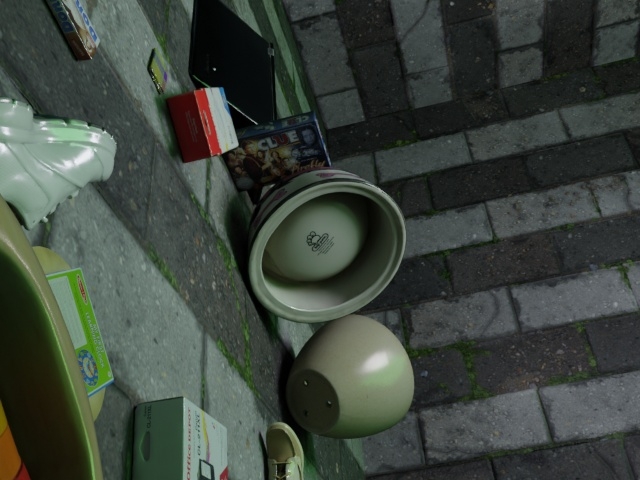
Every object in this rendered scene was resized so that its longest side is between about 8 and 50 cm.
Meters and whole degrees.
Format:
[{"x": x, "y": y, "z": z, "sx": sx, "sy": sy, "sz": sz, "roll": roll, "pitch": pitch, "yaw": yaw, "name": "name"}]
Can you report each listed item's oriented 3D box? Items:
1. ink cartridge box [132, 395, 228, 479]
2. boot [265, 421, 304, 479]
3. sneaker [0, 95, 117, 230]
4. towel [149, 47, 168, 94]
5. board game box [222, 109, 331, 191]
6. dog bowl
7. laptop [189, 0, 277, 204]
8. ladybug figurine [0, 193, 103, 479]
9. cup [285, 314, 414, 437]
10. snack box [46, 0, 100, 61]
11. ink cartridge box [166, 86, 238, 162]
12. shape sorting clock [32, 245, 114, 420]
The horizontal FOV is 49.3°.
[{"x": -0.193, "y": 0.310, "z": 0.990, "sx": 0.175, "sy": 0.072, "sz": 0.128, "roll": 65, "pitch": 16, "yaw": -59, "name": "ink cartridge box"}, {"x": -0.083, "y": 0.503, "z": 1.450, "sx": 0.165, "sy": 0.077, "sz": 0.213, "roll": -34, "pitch": 115, "yaw": -79, "name": "boot"}, {"x": -0.312, "y": -0.075, "z": 0.736, "sx": 0.297, "sy": 0.110, "sz": 0.130, "roll": -11, "pitch": 104, "yaw": -78, "name": "sneaker"}, {"x": -0.309, "y": -0.324, "z": 1.331, "sx": 0.083, "sy": 0.009, "sz": 0.060, "roll": -95, "pitch": 168, "yaw": -45, "name": "towel"}, {"x": -0.110, "y": -0.213, "z": 1.699, "sx": 0.165, "sy": 0.243, "sz": 0.042, "roll": 69, "pitch": 12, "yaw": -45, "name": "board game box"}, {"x": 0.000, "y": 0.000, "z": 1.726, "sx": 0.150, "sy": 0.407, "sz": 0.408, "roll": -121, "pitch": -170, "yaw": -52, "name": "dog bowl"}, {"x": -0.241, "y": -0.378, "z": 1.835, "sx": 0.408, "sy": 0.236, "sz": 0.382, "roll": 112, "pitch": -20, "yaw": -48, "name": "laptop"}, {"x": -0.272, "y": 0.121, "z": 0.429, "sx": 0.305, "sy": 0.161, "sz": 0.450, "roll": -57, "pitch": 135, "yaw": -79, "name": "ladybug figurine"}, {"x": 0.045, "y": 0.382, "z": 1.819, "sx": 0.237, "sy": 0.331, "sz": 0.331, "roll": -15, "pitch": 94, "yaw": -55, "name": "cup"}, {"x": -0.361, "y": -0.341, "z": 0.967, "sx": 0.064, "sy": 0.022, "sz": 0.178, "roll": -94, "pitch": 168, "yaw": -49, "name": "snack box"}, {"x": -0.241, "y": -0.237, "z": 1.422, "sx": 0.231, "sy": 0.077, "sz": 0.134, "roll": -65, "pitch": 142, "yaw": -76, "name": "ink cartridge box"}, {"x": -0.287, "y": 0.107, "z": 0.761, "sx": 0.206, "sy": 0.040, "sz": 0.206, "roll": -16, "pitch": 90, "yaw": -82, "name": "shape sorting clock"}]
